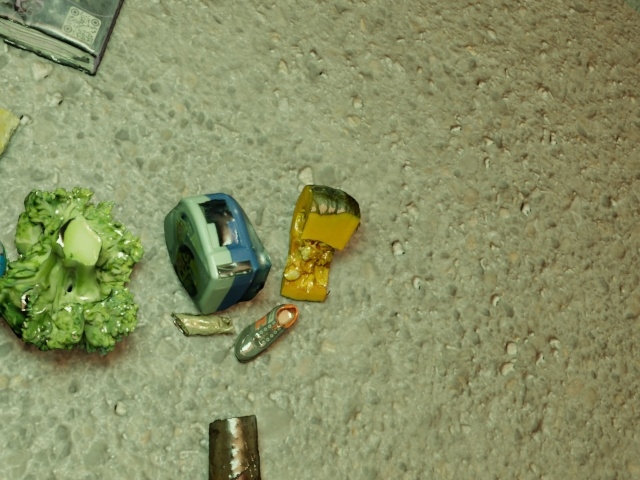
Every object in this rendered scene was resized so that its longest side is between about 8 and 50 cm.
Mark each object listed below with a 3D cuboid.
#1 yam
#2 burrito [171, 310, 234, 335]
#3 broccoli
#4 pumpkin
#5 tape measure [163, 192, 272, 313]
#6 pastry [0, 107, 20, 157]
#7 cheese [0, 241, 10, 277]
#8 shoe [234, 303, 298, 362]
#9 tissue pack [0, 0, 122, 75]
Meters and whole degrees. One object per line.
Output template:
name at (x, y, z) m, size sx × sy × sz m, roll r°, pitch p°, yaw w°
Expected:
yam at (-0.186, 0.528, 1.454) m, size 0.131 × 0.131 × 0.280 m, roll 2°, pitch 70°, yaw -23°
burrito at (-0.277, 0.198, 1.574) m, size 0.149 × 0.041 × 0.055 m, roll 6°, pitch 57°, yaw -18°
broccoli at (-0.513, 0.067, 1.395) m, size 0.277 × 0.317 × 0.339 m, roll 20°, pitch 90°, yaw -24°
pumpkin at (0.001, 0.000, 1.675) m, size 0.139 × 0.190 × 0.281 m, roll 14°, pitch 68°, yaw -19°
tape measure at (-0.248, 0.024, 1.520) m, size 0.138 × 0.259 × 0.262 m, roll -18°, pitch 72°, yaw -30°
pastry at (-0.750, -0.191, 1.477) m, size 0.121 × 0.089 × 0.259 m, roll 13°, pitch 69°, yaw -22°
cheese at (-0.718, 0.077, 1.366) m, size 0.204 × 0.083 × 0.321 m, roll 19°, pitch 49°, yaw -59°
shoe at (-0.128, 0.215, 1.610) m, size 0.194 × 0.077 × 0.074 m, roll -39°, pitch 91°, yaw -29°
tissue pack at (-0.625, -0.622, 1.664) m, size 0.259 × 0.122 × 0.361 m, roll 18°, pitch 64°, yaw -19°
